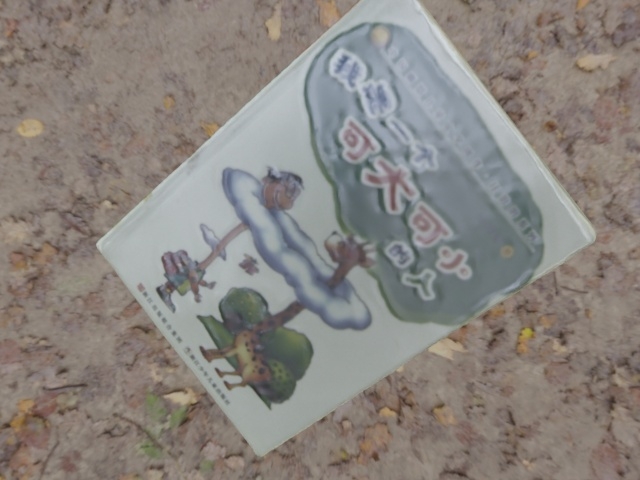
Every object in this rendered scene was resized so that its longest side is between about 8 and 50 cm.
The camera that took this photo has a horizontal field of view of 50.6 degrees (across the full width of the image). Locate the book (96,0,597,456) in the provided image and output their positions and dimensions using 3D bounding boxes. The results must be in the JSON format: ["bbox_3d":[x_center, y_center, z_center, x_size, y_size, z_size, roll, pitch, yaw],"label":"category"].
[{"bbox_3d":[0.000,0.000,0.582,0.371,0.043,0.260,-38,90,21],"label":"book"}]
